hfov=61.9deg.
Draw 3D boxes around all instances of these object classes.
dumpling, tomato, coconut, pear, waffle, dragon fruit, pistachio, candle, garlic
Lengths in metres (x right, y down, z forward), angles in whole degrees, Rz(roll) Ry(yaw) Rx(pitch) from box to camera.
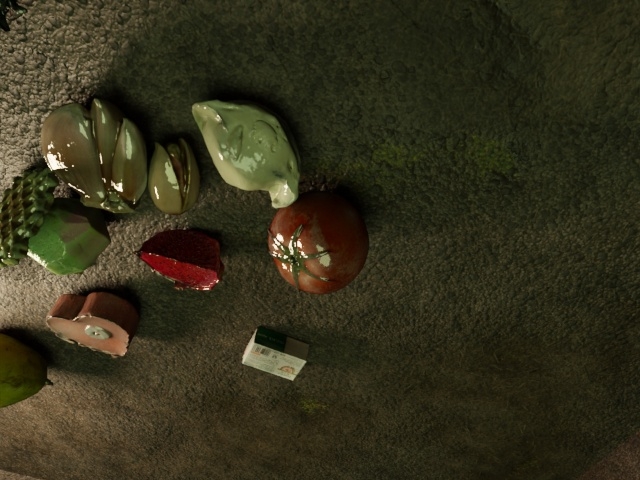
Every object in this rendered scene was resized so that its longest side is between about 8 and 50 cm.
[{"bbox_3d":[-0.174,-0.221,1.304,0.318,0.187,0.243,46,162,-13],"label":"dumpling"},{"bbox_3d":[0.000,0.000,1.378,0.264,0.265,0.265,4,130,5],"label":"tomato"},{"bbox_3d":[-0.700,-0.025,1.490,0.235,0.236,0.204,-19,137,23],"label":"coconut"},{"bbox_3d":[-1.174,0.486,1.959,0.375,0.287,0.287,23,131,-30],"label":"pear"},{"bbox_3d":[-0.799,-0.061,1.405,0.309,0.292,0.056,-5,152,39],"label":"waffle"},{"bbox_3d":[-0.394,0.059,1.577,0.274,0.126,0.161,13,141,10],"label":"dragon fruit"},{"bbox_3d":[-0.375,-0.159,1.372,0.143,0.144,0.215,10,134,0],"label":"pistachio"},{"bbox_3d":[-0.733,0.280,1.808,0.316,0.131,0.287,-8,136,27],"label":"candle"},{"bbox_3d":[-0.561,-0.223,1.341,0.278,0.132,0.325,8,124,4],"label":"garlic"}]

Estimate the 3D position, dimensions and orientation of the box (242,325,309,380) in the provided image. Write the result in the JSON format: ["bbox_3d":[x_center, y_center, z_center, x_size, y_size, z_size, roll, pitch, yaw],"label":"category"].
[{"bbox_3d":[-0.154,0.391,1.840,0.199,0.081,0.135,23,130,-9],"label":"box"}]

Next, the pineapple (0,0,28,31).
[{"bbox_3d":[-0.664,-0.537,1.112,0.119,0.111,0.237,13,138,-39],"label":"pineapple"}]

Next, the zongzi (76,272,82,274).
[{"bbox_3d":[-0.806,0.089,1.713,0.083,0.040,0.076,-21,131,38],"label":"zongzi"}]
